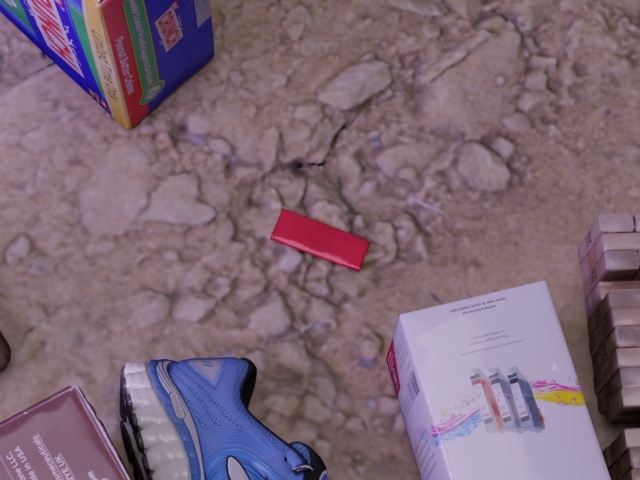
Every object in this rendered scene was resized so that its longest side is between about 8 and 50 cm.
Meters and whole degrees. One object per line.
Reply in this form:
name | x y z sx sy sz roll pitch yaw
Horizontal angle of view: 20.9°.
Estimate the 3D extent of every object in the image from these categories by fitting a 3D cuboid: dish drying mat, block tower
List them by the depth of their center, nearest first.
block tower | 0.282 0.146 1.436 0.091 0.097 0.335 -2 70 -4
dish drying mat | 0.000 0.000 1.518 0.083 0.008 0.032 20 68 5

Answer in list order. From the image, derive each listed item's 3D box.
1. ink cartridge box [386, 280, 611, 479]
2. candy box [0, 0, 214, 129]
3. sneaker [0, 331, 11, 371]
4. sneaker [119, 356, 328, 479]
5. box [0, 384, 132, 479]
ink cartridge box | 0.140 0.144 1.407 0.127 0.128 0.176 -12 71 -9
candy box | -0.240 -0.274 1.467 0.317 0.268 0.122 42 75 12
sneaker | -0.316 0.029 1.453 0.188 0.066 0.071 40 71 11
sneaker | -0.051 0.224 1.354 0.147 0.130 0.330 -13 62 -13
box | -0.313 0.273 1.292 0.381 0.191 0.143 -27 73 -13
